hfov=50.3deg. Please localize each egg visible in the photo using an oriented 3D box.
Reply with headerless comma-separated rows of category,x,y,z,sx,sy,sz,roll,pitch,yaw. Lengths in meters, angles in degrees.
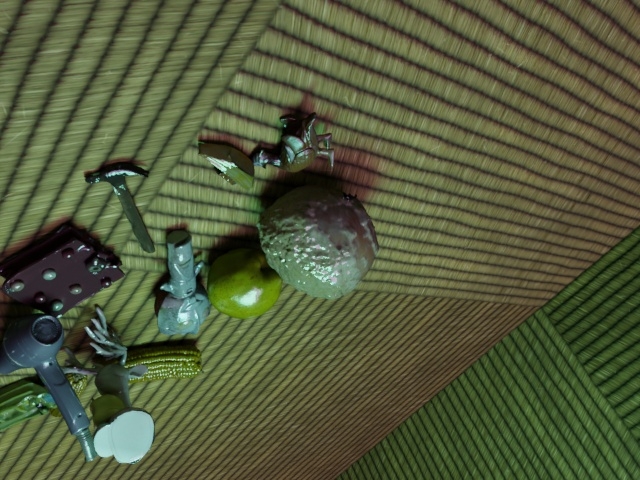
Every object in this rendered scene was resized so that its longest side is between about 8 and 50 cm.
egg,0.000,0.000,1.638,0.310,0.279,0.279,35,116,-26

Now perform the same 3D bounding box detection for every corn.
corn,-0.480,0.349,1.913,0.313,0.102,0.102,1,138,-35
corn,-0.697,0.422,1.884,0.068,0.068,0.207,4,135,-39

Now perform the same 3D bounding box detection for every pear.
pear,-0.192,0.104,1.709,0.198,0.198,0.198,-19,146,-13

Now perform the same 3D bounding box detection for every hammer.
hammer,-0.406,-0.059,1.469,0.125,0.027,0.297,-16,145,-9

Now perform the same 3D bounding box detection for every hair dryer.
hair dryer,-0.620,0.351,1.561,0.121,0.361,0.301,-27,177,-46

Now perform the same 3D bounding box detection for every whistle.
whistle,-0.344,0.120,1.686,0.142,0.133,0.346,-11,134,-18

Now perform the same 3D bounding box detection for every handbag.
handbag,-0.562,0.073,1.495,0.216,0.074,0.203,-28,149,3

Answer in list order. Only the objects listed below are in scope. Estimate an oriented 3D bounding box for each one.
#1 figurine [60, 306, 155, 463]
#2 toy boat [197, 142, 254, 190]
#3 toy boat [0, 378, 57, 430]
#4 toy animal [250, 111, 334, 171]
figurine,-0.533,0.351,1.690,0.206,0.315,0.284,-38,136,-4
toy boat,-0.195,-0.159,1.453,0.066,0.065,0.172,-19,149,24
toy boat,-0.824,0.444,1.816,0.276,0.084,0.111,-23,150,-1
toy animal,-0.060,-0.210,1.467,0.179,0.089,0.188,-3,148,-9
